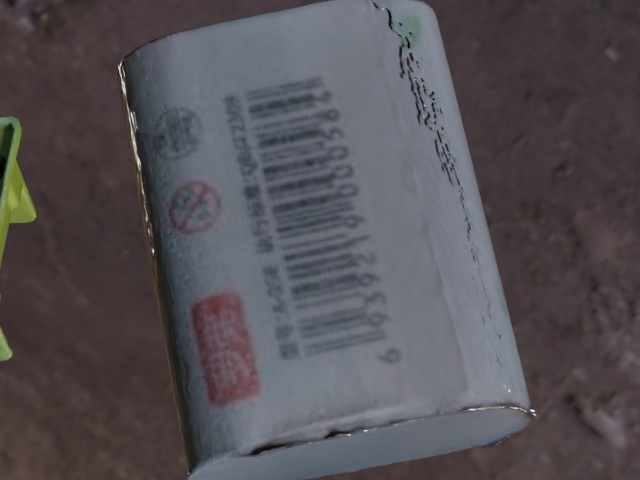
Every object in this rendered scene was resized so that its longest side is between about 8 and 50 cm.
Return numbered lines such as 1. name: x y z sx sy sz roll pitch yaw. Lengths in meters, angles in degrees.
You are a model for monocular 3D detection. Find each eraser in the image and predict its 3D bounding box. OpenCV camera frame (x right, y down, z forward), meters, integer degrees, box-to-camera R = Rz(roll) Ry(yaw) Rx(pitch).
1. eraser: 0.000 0.000 0.940 0.081 0.174 0.227 92 167 -67

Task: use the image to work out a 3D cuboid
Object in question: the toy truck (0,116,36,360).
1. toy truck: -0.251 0.020 0.773 0.259 0.128 0.135 1 145 4
